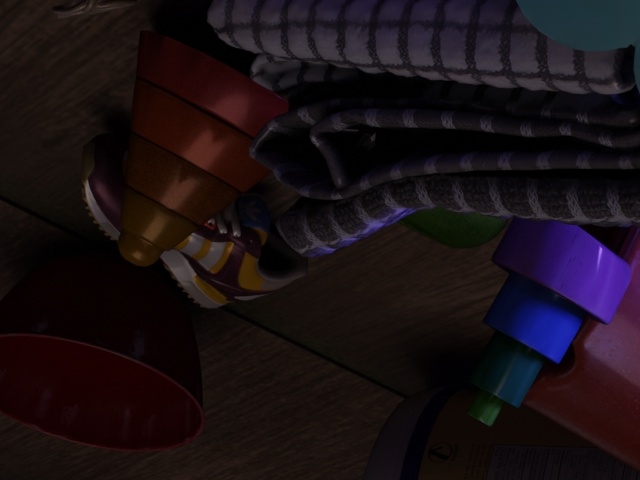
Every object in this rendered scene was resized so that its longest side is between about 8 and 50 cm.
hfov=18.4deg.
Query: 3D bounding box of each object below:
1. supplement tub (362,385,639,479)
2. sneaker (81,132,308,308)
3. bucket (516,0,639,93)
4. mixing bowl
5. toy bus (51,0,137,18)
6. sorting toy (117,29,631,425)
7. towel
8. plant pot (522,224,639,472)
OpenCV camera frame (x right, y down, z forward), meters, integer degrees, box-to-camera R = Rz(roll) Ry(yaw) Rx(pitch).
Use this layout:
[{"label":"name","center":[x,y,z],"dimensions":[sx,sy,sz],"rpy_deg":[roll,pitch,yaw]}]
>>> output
[{"label":"supplement tub","center":[0.214,0.225,1.408],"dimensions":[0.331,0.241,0.241],"rpy_deg":[-1,148,23]},{"label":"sneaker","center":[-0.080,-0.020,1.288],"dimensions":[0.084,0.070,0.185],"rpy_deg":[-14,148,26]},{"label":"bucket","center":[0.188,-0.174,0.683],"dimensions":[0.281,0.281,0.183],"rpy_deg":[21,136,-13]},{"label":"mixing bowl","center":[-0.162,0.071,1.439],"dimensions":[0.181,0.098,0.181],"rpy_deg":[10,150,6]},{"label":"toy bus","center":[-0.044,-0.178,0.943],"dimensions":[0.202,0.104,0.191],"rpy_deg":[-11,-176,-2]},{"label":"sorting toy","center":[0.000,0.000,1.058],"dimensions":[0.365,0.126,0.127],"rpy_deg":[28,178,43]},{"label":"towel","center":[0.129,-0.075,0.862],"dimensions":[0.235,0.283,0.121],"rpy_deg":[6,110,42]},{"label":"plant pot","center":[0.261,0.051,1.087],"dimensions":[0.265,0.272,0.272],"rpy_deg":[25,150,-6]}]
